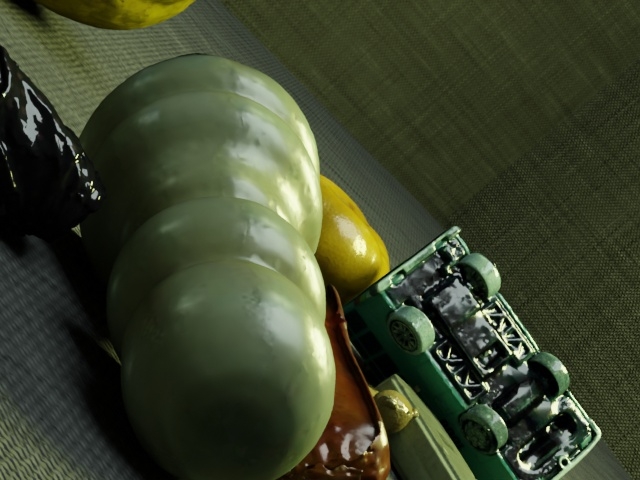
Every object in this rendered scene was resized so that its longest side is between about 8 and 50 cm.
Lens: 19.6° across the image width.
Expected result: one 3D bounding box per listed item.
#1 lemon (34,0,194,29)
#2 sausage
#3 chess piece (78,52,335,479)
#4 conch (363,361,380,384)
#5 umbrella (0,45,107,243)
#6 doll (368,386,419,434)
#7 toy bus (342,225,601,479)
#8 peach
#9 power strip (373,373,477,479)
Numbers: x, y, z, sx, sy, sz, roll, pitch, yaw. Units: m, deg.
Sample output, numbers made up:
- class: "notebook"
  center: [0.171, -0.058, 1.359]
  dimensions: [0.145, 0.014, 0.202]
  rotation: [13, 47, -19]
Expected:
- class: "lemon"
  center: [-0.221, -0.348, 1.797]
  dimensions: [0.316, 0.285, 0.285]
  rotation: [17, -20, 47]
- class: "sausage"
  center: [-0.017, 0.107, 1.300]
  dimensions: [0.102, 0.102, 0.330]
  rotation: [47, 8, -18]
- class: "chess piece"
  center: [-0.066, 0.027, 1.167]
  dimensions: [0.182, 0.182, 0.330]
  rotation: [46, 13, -27]
- class: "conch"
  center: [0.082, 0.118, 1.938]
  dimensions: [0.121, 0.074, 0.089]
  rotation: [42, 20, -24]
- class: "umbrella"
  center: [-0.253, -0.130, 1.122]
  dimensions: [0.326, 0.094, 0.090]
  rotation: [50, 51, -14]
- class: "doll"
  center: [0.045, 0.140, 1.688]
  dimensions: [0.093, 0.051, 0.061]
  rotation: [52, 14, 30]
- class: "toy bus"
  center: [0.142, 0.132, 1.828]
  dimensions: [0.256, 0.128, 0.147]
  rotation: [55, -30, -1]
- class: "peach"
  center: [0.000, 0.000, 1.948]
  dimensions: [0.179, 0.103, 0.179]
  rotation: [52, 6, -8]
- class: "power strip"
  center: [0.113, 0.225, 1.673]
  dimensions: [0.078, 0.052, 0.272]
  rotation: [43, 10, -42]
